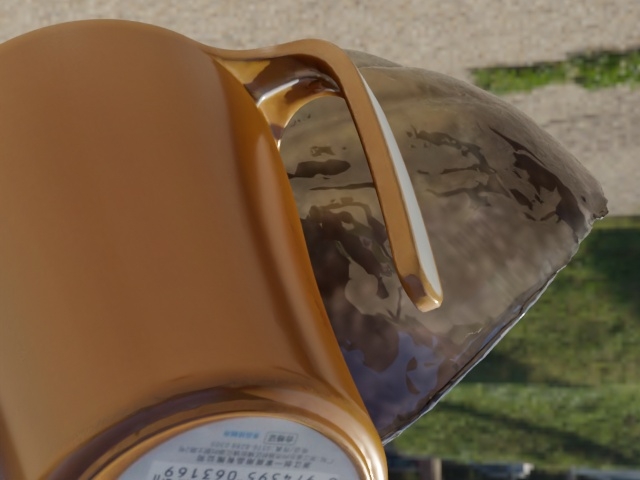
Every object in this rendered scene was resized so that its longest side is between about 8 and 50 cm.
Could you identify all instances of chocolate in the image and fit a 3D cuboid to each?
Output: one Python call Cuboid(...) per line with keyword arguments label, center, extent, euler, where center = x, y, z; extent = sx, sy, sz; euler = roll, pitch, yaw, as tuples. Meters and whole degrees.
Cuboid(label="chocolate", center=(0.000, 0.000, 0.828), extent=(0.303, 0.213, 0.303), euler=(-43, -179, 1))

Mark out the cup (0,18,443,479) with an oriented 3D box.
Cuboid(label="cup", center=(-0.057, 0.021, 0.557), extent=(0.226, 0.182, 0.264), euler=(-35, -142, 3))
